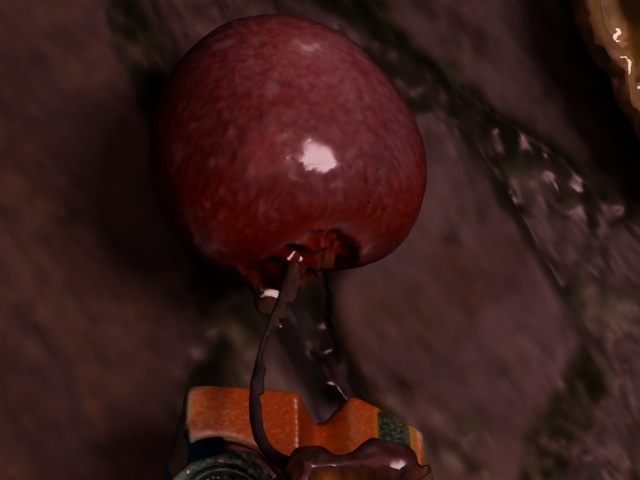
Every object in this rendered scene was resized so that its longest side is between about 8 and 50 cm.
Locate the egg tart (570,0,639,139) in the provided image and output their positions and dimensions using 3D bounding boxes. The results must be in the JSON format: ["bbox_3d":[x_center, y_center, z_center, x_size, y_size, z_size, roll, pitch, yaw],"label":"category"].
[{"bbox_3d":[0.271,-0.128,0.510,0.345,0.132,0.345,0,76,0],"label":"egg tart"}]

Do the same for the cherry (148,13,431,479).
[{"bbox_3d":[0.000,0.000,0.467,0.107,0.090,0.226,6,46,-30],"label":"cherry"}]

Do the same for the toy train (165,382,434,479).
[{"bbox_3d":[-0.012,0.141,0.431,0.099,0.072,0.188,6,57,-13],"label":"toy train"}]
